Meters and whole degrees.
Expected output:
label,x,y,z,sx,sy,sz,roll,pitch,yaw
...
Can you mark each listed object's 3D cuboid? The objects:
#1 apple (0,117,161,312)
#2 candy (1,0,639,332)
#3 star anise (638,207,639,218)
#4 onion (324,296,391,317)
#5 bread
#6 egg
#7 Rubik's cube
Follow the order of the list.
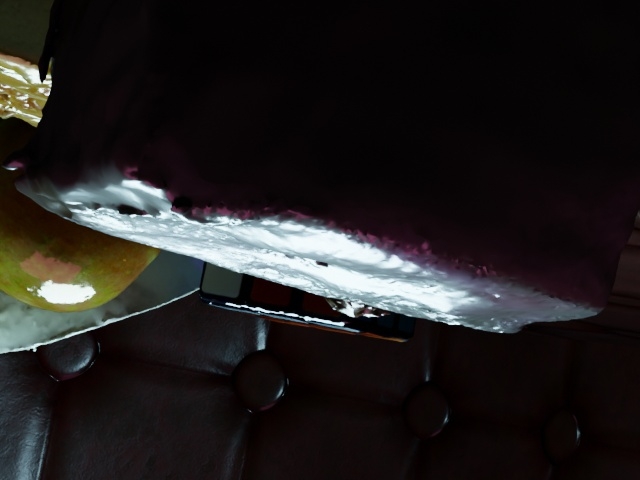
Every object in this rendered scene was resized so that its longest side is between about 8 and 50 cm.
label,x,y,z,sx,sy,sz,roll,pitch,yaw
apple,-0.210,-0.042,1.012,0.196,0.196,0.196,10,174,1
candy,0.008,-0.074,0.423,0.195,0.185,0.137,18,167,-24
star anise,0.343,-0.004,0.847,0.220,0.099,0.214,4,-179,45
onion,0.031,-0.033,0.805,0.230,0.163,0.230,10,-177,0
bread,-0.192,-0.122,0.799,0.125,0.068,0.188,13,174,-21
egg,-0.262,-0.009,1.329,0.337,0.201,0.337,-19,-171,3
Rubik's cube,0.000,0.000,1.165,0.163,0.162,0.160,9,175,26
